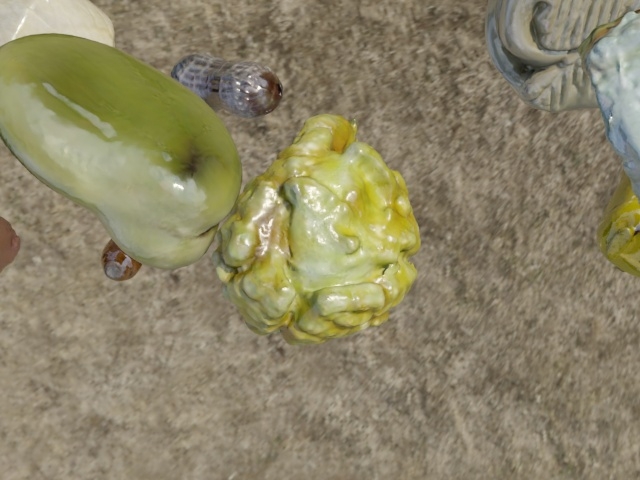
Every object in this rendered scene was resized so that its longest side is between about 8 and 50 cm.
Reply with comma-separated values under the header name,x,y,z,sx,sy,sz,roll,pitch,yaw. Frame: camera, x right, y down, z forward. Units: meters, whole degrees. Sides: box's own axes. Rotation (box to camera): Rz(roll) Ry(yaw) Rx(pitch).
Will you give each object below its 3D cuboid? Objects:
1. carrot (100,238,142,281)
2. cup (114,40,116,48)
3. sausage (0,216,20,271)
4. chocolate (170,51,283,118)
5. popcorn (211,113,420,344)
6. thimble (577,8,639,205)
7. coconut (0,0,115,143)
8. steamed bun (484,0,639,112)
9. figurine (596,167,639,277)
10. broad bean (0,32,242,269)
name,x,y,z,sx,sy,sz,roll,pitch,yaw
carrot,-0.218,-0.016,1.229,0.048,0.216,0.048,3,119,5
cup,-0.555,-0.379,1.924,0.253,0.274,0.253,-3,78,14
sausage,-0.445,-0.020,1.075,0.086,0.289,0.086,-10,71,31
chocolate,-0.168,-0.266,1.758,0.248,0.110,0.110,16,115,44
popcorn,0.006,-0.004,1.422,0.279,0.335,0.274,43,147,15
thimble,0.430,-0.166,1.247,0.167,0.254,0.288,-22,141,18
coconut,-0.343,-0.213,1.113,0.202,0.222,0.202,-20,56,32
steamed bun,0.447,-0.390,1.635,0.368,0.255,0.342,-6,140,-1
figurine,0.595,-0.070,1.773,0.218,0.326,0.169,36,155,-12
broad bean,-0.182,-0.099,0.922,0.263,0.189,0.121,42,133,-2
